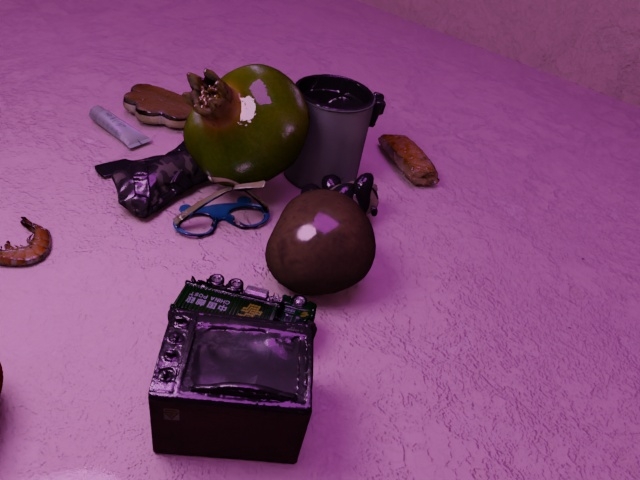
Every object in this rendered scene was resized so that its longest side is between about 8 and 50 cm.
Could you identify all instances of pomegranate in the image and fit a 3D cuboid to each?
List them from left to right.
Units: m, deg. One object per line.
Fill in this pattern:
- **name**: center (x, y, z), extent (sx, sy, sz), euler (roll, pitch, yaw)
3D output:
- **pomegranate**: center (-0.173, -0.257, 1.231), extent (0.216, 0.310, 0.358), euler (55, 10, 17)

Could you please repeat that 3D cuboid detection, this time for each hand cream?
- **hand cream**: center (-0.585, -0.326, 1.522), extent (0.205, 0.049, 0.078), euler (34, 41, 20)

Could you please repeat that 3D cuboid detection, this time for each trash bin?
- **trash bin**: center (0.018, -0.293, 1.454), extent (0.278, 0.262, 0.217), euler (9, 39, -2)

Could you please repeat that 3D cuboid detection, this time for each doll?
- **doll**: center (0.057, -0.098, 1.328), extent (0.144, 0.135, 0.234), euler (7, 28, 36)

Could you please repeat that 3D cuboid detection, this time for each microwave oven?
- **microwave oven**: center (-0.135, 0.224, 0.836), extent (0.248, 0.188, 0.178), euler (6, 38, -6)

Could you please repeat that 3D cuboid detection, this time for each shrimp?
- **shrimp**: center (-0.671, -0.005, 1.105), extent (0.195, 0.035, 0.147), euler (7, 41, -17)

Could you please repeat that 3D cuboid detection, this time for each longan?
- **longan**: center (0.000, 0.000, 1.130), extent (0.246, 0.214, 0.246), euler (11, 27, -6)

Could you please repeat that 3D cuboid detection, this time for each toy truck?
- **toy truck**: center (-0.143, 0.146, 1.013), extent (0.259, 0.088, 0.121), euler (13, 37, 5)

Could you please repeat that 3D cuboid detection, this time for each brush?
- **brush**: center (-0.504, -0.206, 1.414), extent (0.194, 0.016, 0.063), euler (-23, 50, -35)

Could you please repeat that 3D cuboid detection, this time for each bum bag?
- **bum bag**: center (-0.380, -0.171, 1.338), extent (0.144, 0.095, 0.340), euler (41, 48, 9)

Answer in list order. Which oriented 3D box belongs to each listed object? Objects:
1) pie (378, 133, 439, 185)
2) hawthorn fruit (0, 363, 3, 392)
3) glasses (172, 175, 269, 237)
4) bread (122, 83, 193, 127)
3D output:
- **pie**: center (0.274, -0.266, 1.642), extent (0.129, 0.068, 0.282), euler (-3, 36, -18)
- **hawthorn fruit**: center (-0.556, 0.205, 0.760), extent (0.190, 0.189, 0.251), euler (3, 35, -10)
- **glasses**: center (-0.219, -0.078, 1.227), extent (0.239, 0.207, 0.102), euler (-11, 80, -23)
- **bread**: center (-0.495, -0.412, 1.640), extent (0.287, 0.056, 0.207), euler (24, 37, 16)
